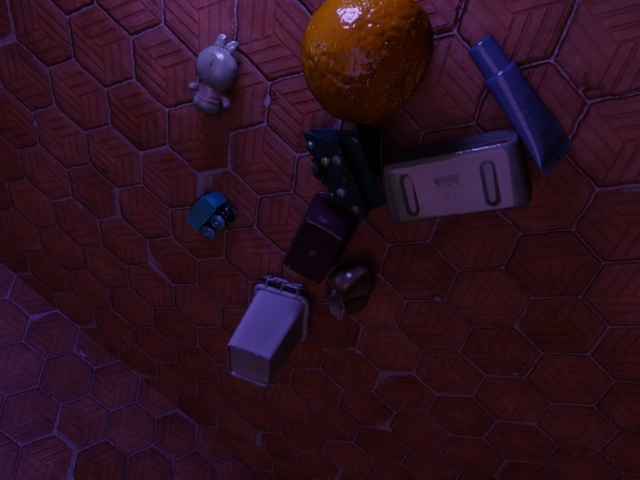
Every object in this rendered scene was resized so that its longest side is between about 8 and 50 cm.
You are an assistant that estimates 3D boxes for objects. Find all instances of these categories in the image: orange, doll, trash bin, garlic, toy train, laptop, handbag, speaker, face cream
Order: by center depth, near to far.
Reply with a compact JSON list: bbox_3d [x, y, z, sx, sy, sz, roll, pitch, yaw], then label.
[{"bbox_3d":[0.109,-0.471,1.245,0.293,0.340,0.340,45,133,21],"label":"orange"},{"bbox_3d":[0.521,-0.358,1.282,0.385,0.135,0.086,50,163,-11],"label":"face cream"},{"bbox_3d":[0.381,-0.184,1.420,0.406,0.183,0.184,-6,114,27],"label":"speaker"},{"bbox_3d":[0.145,-0.280,1.460,0.016,0.197,0.135,-11,123,-11],"label":"laptop"},{"bbox_3d":[0.058,-0.205,1.499,0.274,0.100,0.269,33,155,55],"label":"handbag"},{"bbox_3d":[-0.334,-0.504,1.552,0.155,0.113,0.275,32,131,5],"label":"doll"},{"bbox_3d":[0.098,0.161,1.790,0.160,0.191,0.214,29,136,39],"label":"garlic"},{"bbox_3d":[-0.418,-0.096,1.886,0.154,0.107,0.198,48,129,-3],"label":"toy train"},{"bbox_3d":[-0.207,0.353,1.932,0.256,0.368,0.296,17,127,14],"label":"trash bin"}]

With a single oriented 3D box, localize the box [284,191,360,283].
[{"bbox_3d":[0.000,0.000,1.724,0.193,0.167,0.294,28,130,2],"label":"box"}]
